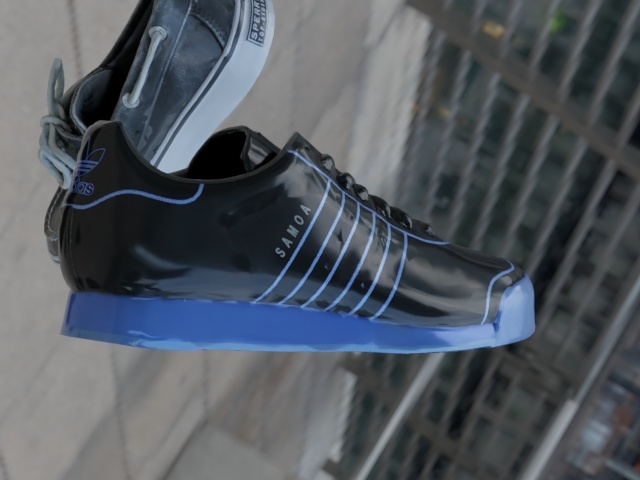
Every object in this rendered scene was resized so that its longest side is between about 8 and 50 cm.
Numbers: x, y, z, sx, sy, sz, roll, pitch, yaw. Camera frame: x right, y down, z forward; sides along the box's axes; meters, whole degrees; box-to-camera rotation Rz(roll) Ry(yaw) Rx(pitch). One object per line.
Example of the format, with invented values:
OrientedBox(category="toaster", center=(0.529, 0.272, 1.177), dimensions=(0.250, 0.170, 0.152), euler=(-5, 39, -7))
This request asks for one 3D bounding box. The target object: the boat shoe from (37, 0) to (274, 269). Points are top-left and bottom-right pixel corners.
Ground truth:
OrientedBox(category="boat shoe", center=(-0.150, -0.081, 1.220), dimensions=(0.306, 0.105, 0.113), euler=(-43, -140, 46))

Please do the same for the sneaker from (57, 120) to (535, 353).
OrientedBox(category="sneaker", center=(0.000, 0.000, 0.709), dimensions=(0.232, 0.081, 0.090), euler=(3, 91, -36))
